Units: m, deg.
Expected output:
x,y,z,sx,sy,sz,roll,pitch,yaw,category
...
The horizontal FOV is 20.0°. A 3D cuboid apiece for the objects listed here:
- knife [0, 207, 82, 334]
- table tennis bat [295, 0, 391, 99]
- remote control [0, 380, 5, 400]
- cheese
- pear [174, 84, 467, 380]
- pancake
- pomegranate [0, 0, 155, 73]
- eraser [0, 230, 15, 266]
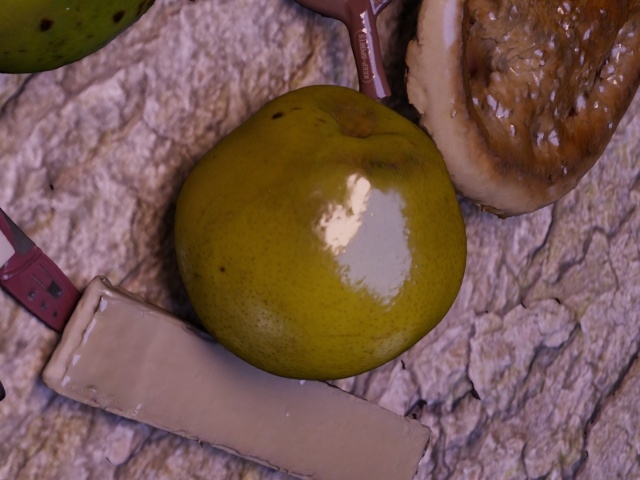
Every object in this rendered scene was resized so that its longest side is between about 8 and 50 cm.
x,y,z,sx,sy,sz,roll,pitch,yaw,category
-0.194,0.008,1.130,0.035,0.018,0.247,-56,136,-19,knife
0.016,-0.188,1.283,0.107,0.119,0.170,-12,101,-4,table tennis bat
-0.233,0.115,1.128,0.091,0.016,0.034,-40,124,-30,remote control
-0.043,0.122,1.306,0.400,0.034,0.085,30,87,-49,cheese
0.001,0.001,1.204,0.198,0.198,0.198,-17,116,-41,pear
0.176,-0.188,1.373,0.356,0.065,0.356,-24,121,-46,pancake
-0.153,-0.186,0.952,0.202,0.248,0.202,-1,93,-20,pomegranate
-0.278,0.045,1.024,0.212,0.046,0.092,-46,133,-19,eraser
